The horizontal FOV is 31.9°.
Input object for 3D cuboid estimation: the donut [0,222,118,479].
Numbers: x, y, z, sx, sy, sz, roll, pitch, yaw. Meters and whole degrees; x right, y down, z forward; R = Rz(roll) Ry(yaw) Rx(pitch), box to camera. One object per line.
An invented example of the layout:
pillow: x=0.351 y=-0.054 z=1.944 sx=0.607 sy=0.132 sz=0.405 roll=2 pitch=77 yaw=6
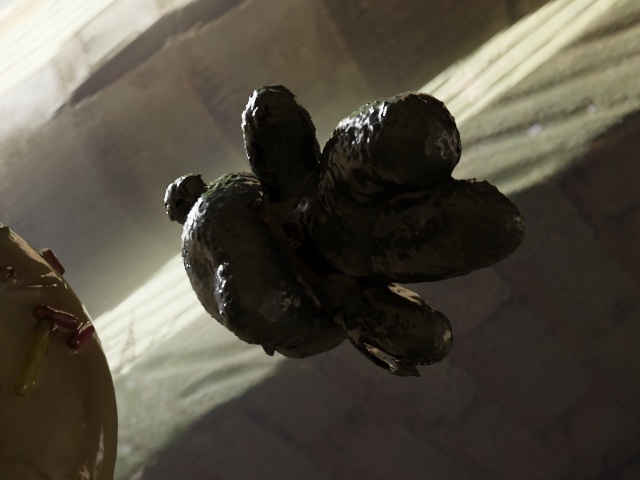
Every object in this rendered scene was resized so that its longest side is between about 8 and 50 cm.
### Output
donut: x=-0.310 y=0.118 z=0.739 sx=0.383 sy=0.142 sz=0.382 roll=14 pitch=-127 yaw=-20

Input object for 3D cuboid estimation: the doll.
doll: x=-0.006 y=0.004 z=0.860 sx=0.245 sy=0.158 sz=0.340 roll=56 pitch=151 yaw=-10
